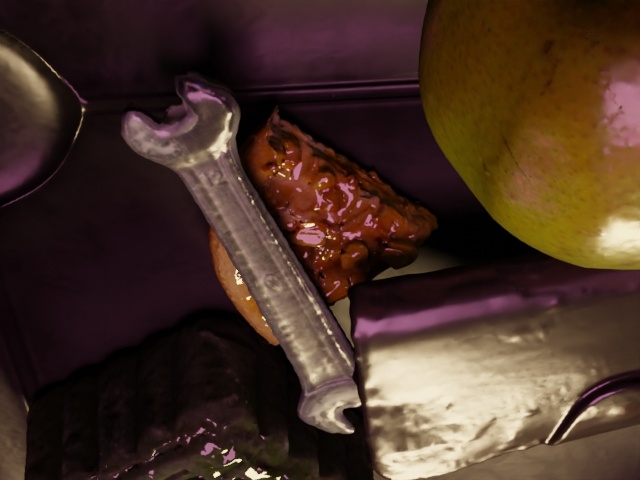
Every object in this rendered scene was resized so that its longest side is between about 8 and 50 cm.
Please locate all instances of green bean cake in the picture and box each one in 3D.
[{"bbox_3d":[-0.076,0.150,0.956,0.183,0.094,0.185,-27,136,25],"label":"green bean cake"}]

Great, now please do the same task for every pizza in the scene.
[{"bbox_3d":[0.000,0.000,0.825,0.130,0.041,0.178,8,137,-11],"label":"pizza"}]

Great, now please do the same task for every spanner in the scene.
[{"bbox_3d":[-0.026,0.020,0.805,0.071,0.017,0.302,-15,136,16],"label":"spanner"}]

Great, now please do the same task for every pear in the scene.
[{"bbox_3d":[0.130,-0.083,0.621,0.187,0.188,0.220,-1,162,1],"label":"pear"}]

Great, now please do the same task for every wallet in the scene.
[{"bbox_3d":[0.171,0.057,0.850,0.309,0.042,0.165,-12,133,-5],"label":"wallet"}]
